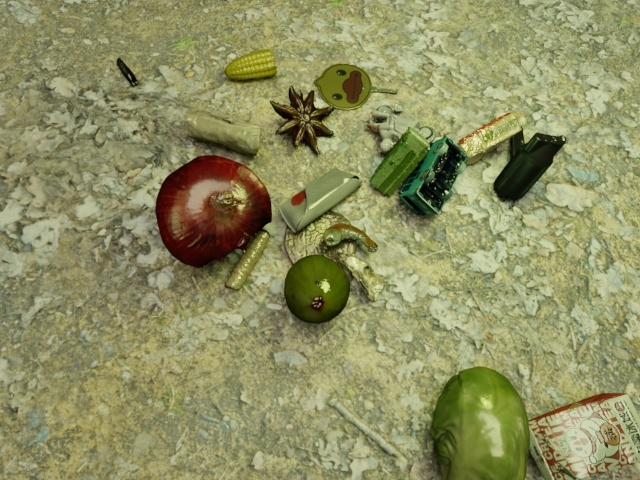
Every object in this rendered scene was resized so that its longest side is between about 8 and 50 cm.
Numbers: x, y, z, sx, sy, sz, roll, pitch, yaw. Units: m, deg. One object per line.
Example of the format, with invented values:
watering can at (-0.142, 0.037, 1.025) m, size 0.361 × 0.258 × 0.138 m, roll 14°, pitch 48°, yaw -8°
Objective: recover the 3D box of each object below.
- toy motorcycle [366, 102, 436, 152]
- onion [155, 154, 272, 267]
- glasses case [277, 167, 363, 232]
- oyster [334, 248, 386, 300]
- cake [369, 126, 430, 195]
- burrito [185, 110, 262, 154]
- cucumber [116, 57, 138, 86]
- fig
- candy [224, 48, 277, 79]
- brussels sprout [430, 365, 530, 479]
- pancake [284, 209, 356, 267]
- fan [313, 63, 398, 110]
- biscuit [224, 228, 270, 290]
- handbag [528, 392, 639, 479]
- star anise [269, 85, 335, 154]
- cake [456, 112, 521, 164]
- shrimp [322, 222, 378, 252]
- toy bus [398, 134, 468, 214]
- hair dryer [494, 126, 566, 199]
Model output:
toy motorcycle at (0.272, -0.385, 1.445) m, size 0.260 × 0.110 × 0.171 m, roll 38°, pitch 84°, yaw 27°
onion at (-0.321, -0.097, 1.214) m, size 0.340 × 0.341 × 0.342 m, roll 1°, pitch 69°, yaw -2°
glasses case at (-0.001, -0.156, 1.352) m, size 0.308 × 0.083 × 0.128 m, roll -38°, pitch 64°, yaw -25°
oyster at (0.131, 0.104, 1.288) m, size 0.106 × 0.061 × 0.200 m, roll -25°, pitch 85°, yaw -29°
cake at (0.262, -0.255, 1.347) m, size 0.100 × 0.099 × 0.235 m, roll 36°, pitch 105°, yaw -4°
burrito at (-0.324, -0.376, 1.419) m, size 0.298 × 0.143 × 0.105 m, roll 18°, pitch 102°, yaw 9°
cucumber at (-0.745, -0.649, 1.557) m, size 0.033 × 0.034 × 0.135 m, roll -35°, pitch 74°, yaw -19°
fig at (-0.008, 0.144, 1.183) m, size 0.202 × 0.225 × 0.203 m, roll 0°, pitch 94°, yaw -4°
candy at (-0.271, -0.668, 1.551) m, size 0.198 × 0.094 × 0.106 m, roll -14°, pitch 44°, yaw -5°
brussels sprout at (0.405, 0.487, 1.035) m, size 0.246 × 0.328 × 0.328 m, roll 7°, pitch 64°, yaw 36°
pancake at (0.000, 0.000, 1.336) m, size 0.249 × 0.031 × 0.251 m, roll 2°, pitch 68°, yaw -5°
fan at (0.138, -0.601, 1.586) m, size 0.334 × 0.011 × 0.230 m, roll 8°, pitch 69°, yaw 3°
biscuit at (-0.230, 0.062, 1.292) m, size 0.055 × 0.061 × 0.219 m, roll 42°, pitch 66°, yaw -31°
handbag at (0.708, 0.537, 1.106) m, size 0.297 × 0.151 × 0.171 m, roll -15°, pitch 66°, yaw 0°
star anise at (-0.072, -0.431, 1.471) m, size 0.271 × 0.102 × 0.273 m, roll 4°, pitch 81°, yaw -25°
cake at (0.587, -0.352, 1.443) m, size 0.220 × 0.117 × 0.086 m, roll -30°, pitch 79°, yaw -2°
shrimp at (0.094, 0.005, 1.271) m, size 0.166 × 0.049 × 0.161 m, roll 34°, pitch 34°, yaw 17°
toy bus at (0.378, -0.212, 1.371) m, size 0.128 × 0.147 × 0.256 m, roll 38°, pitch 70°, yaw -19°
hair dryer at (0.711, -0.328, 1.395) m, size 0.116 × 0.244 × 0.303 m, roll 15°, pitch 54°, yaw -3°
